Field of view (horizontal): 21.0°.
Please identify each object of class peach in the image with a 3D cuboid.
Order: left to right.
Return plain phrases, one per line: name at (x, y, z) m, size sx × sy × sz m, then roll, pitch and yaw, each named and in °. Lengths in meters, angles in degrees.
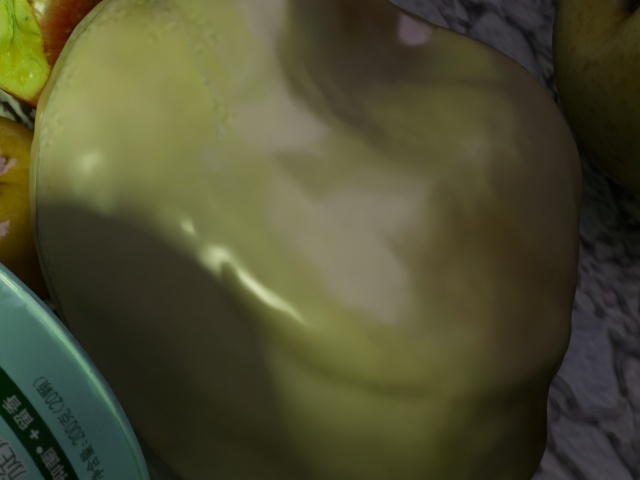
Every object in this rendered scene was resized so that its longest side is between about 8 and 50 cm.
peach at (-0.261, -0.021, 1.286) m, size 0.179 × 0.103 × 0.179 m, roll 4°, pitch 55°, yaw -6°

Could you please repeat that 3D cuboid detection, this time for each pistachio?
pistachio at (0.000, 0.000, 1.184) m, size 0.365 × 0.281 × 0.445 m, roll -34°, pitch 92°, yaw -7°

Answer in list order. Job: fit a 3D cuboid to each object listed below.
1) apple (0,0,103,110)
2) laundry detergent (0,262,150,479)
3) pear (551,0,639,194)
apple at (-0.144, -0.257, 1.359) m, size 0.339 × 0.340 × 0.340 m, roll 6°, pitch 52°, yaw -8°
laundry detergent at (-0.302, 0.178, 1.004) m, size 0.287 × 0.287 × 0.305 m, roll 36°, pitch 53°, yaw 15°
pear at (0.360, -0.182, 1.412) m, size 0.348 × 0.348 × 0.348 m, roll 6°, pitch 52°, yaw -8°
